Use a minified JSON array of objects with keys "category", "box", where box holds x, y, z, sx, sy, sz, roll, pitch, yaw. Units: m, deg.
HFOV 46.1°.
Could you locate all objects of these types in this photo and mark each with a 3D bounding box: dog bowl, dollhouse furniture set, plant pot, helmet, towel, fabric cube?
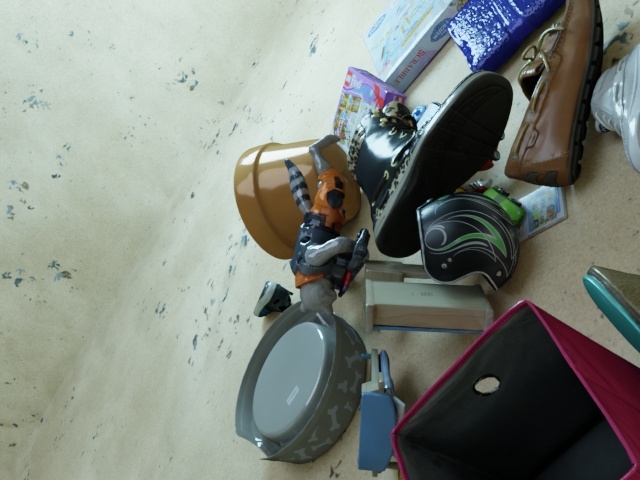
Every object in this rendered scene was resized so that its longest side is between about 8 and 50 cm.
[{"category":"dog bowl","box":[-0.040,0.298,1.561,0.349,0.102,0.349,-42,32,34]},{"category":"dollhouse furniture set","box":[0.168,0.221,1.313,0.286,0.198,0.304,-78,-9,-75]},{"category":"plant pot","box":[-0.040,-0.119,1.807,0.203,0.291,0.291,-19,46,32]},{"category":"helmet","box":[0.246,0.003,1.249,0.161,0.169,0.169,-7,45,7]},{"category":"towel","box":[0.416,-0.498,1.586,0.308,0.076,0.228,-45,37,28]},{"category":"fabric cube","box":[0.278,0.271,0.849,0.254,0.258,0.259,-51,28,21]}]

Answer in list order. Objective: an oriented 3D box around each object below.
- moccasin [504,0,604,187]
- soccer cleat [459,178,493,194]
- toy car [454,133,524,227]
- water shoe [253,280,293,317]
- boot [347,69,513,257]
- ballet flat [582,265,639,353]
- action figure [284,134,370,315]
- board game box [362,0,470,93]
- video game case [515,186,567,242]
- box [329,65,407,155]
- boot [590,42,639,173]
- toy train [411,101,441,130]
[{"category":"moccasin","box":[0.398,-0.270,1.293,0.146,0.139,0.380,9,77,26]},{"category":"soccer cleat","box":[0.297,-0.101,1.446,0.036,0.029,0.083,-54,21,-21]},{"category":"toy car","box":[0.287,-0.091,1.367,0.239,0.053,0.225,-58,32,16]},{"category":"water shoe","box":[-0.116,0.160,1.874,0.203,0.080,0.073,119,175,-72]},{"category":"boot","box":[0.183,-0.187,1.414,0.377,0.138,0.284,-63,27,26]},{"category":"ballet flat","box":[0.443,0.124,0.887,0.124,0.116,0.342,-33,33,10]},{"category":"action figure","box":[0.000,0.000,1.553,0.341,0.178,0.330,106,168,-66]},{"category":"board game box","box":[0.253,-0.575,1.946,0.319,0.065,0.318,-48,29,25]},{"category":"video game case","box":[0.365,-0.048,1.286,0.122,0.011,0.087,-35,36,42]},{"category":"box","box":[0.110,-0.303,1.876,0.293,0.057,0.201,-123,46,-61]},{"category":"boot","box":[0.479,-0.185,1.156,0.123,0.095,0.258,-38,28,57]},{"category":"toy train","box":[0.220,-0.216,1.640,0.184,0.080,0.105,-57,32,7]}]
